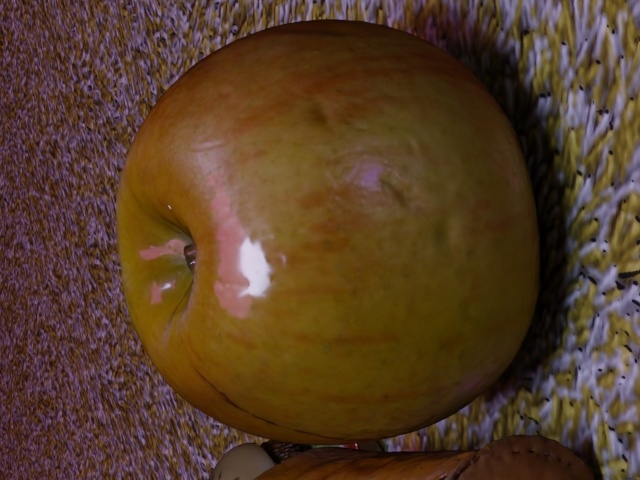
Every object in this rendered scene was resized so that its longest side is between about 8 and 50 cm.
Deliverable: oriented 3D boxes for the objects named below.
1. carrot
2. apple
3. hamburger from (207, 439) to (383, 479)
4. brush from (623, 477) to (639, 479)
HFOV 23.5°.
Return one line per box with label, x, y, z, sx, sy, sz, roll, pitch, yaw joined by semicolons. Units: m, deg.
carrot;0.066;0.221;0.988;0.254;0.196;0.196;-17;81;58
apple;0.000;0.000;0.971;0.286;0.233;0.286;173;90;-66
hamburger;-0.022;0.226;1.221;0.175;0.137;0.175;175;90;-65
brush;0.092;0.170;0.820;0.336;0.020;0.085;-7;93;28
